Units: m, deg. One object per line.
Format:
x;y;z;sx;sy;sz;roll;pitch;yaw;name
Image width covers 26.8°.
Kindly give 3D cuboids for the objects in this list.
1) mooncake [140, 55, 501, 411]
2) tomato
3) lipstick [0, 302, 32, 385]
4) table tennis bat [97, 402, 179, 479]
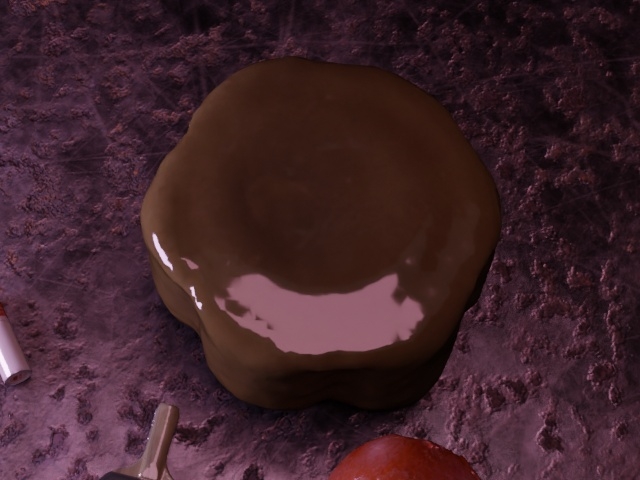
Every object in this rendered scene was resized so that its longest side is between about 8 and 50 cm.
0.000;0.000;1.750;0.466;0.262;0.467;3;63;-6;mooncake
0.098;0.340;1.607;0.208;0.208;0.184;26;60;5;tomato
-0.416;0.123;1.738;0.038;0.038;0.131;-21;67;-19;lipstick
-0.222;0.319;1.673;0.138;0.022;0.247;14;61;-1;table tennis bat
